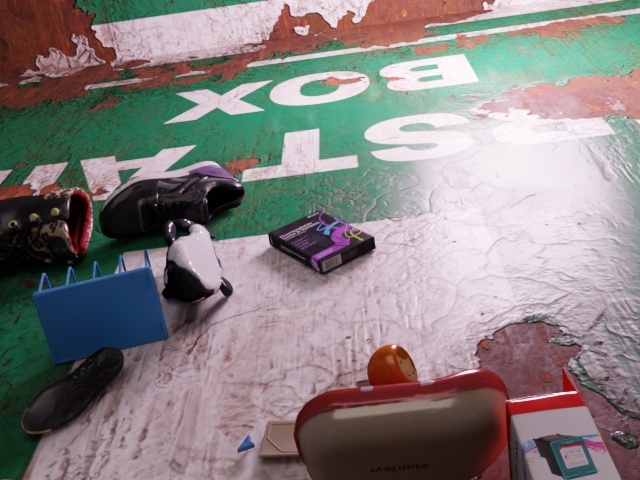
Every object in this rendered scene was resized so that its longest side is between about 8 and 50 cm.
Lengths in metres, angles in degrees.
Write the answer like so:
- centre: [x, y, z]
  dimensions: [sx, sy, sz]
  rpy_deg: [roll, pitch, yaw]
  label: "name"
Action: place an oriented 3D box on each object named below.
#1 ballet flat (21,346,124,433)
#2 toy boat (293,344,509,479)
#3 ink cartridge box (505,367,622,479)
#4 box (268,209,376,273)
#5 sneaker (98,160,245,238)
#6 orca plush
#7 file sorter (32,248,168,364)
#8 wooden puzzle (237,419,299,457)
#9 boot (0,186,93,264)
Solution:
- centre: [-0.332, 0.207, 1.129]
  dimensions: [0.057, 0.049, 0.173]
  rpy_deg: [45, 46, 5]
  label: "ballet flat"
- centre: [0.087, 0.179, 0.902]
  dimensions: [0.231, 0.151, 0.151]
  rpy_deg: [-7, 47, 3]
  label: "toy boat"
- centre: [0.229, 0.240, 0.782]
  dimensions: [0.078, 0.134, 0.231]
  rpy_deg: [-8, 27, 3]
  label: "ink cartridge box"
- centre: [0.000, 0.000, 1.427]
  dimensions: [0.116, 0.029, 0.162]
  rpy_deg: [-25, 30, -29]
  label: "box"
- centre: [-0.276, -0.071, 1.573]
  dimensions: [0.283, 0.107, 0.124]
  rpy_deg: [-26, 38, -30]
  label: "sneaker"
- centre: [-0.232, 0.041, 1.346]
  dimensions: [0.102, 0.151, 0.287]
  rpy_deg: [-41, 31, 6]
  label: "orca plush"
- centre: [-0.328, 0.093, 1.254]
  dimensions: [0.170, 0.118, 0.104]
  rpy_deg: [-13, 25, -8]
  label: "file sorter"
- centre: [-0.035, 0.239, 0.997]
  dimensions: [0.116, 0.014, 0.078]
  rpy_deg: [-1, 24, 16]
  label: "wooden puzzle"
- centre: [-0.579, 0.013, 1.474]
  dimensions: [0.284, 0.138, 0.377]
  rpy_deg: [-8, 22, 2]
  label: "boot"
